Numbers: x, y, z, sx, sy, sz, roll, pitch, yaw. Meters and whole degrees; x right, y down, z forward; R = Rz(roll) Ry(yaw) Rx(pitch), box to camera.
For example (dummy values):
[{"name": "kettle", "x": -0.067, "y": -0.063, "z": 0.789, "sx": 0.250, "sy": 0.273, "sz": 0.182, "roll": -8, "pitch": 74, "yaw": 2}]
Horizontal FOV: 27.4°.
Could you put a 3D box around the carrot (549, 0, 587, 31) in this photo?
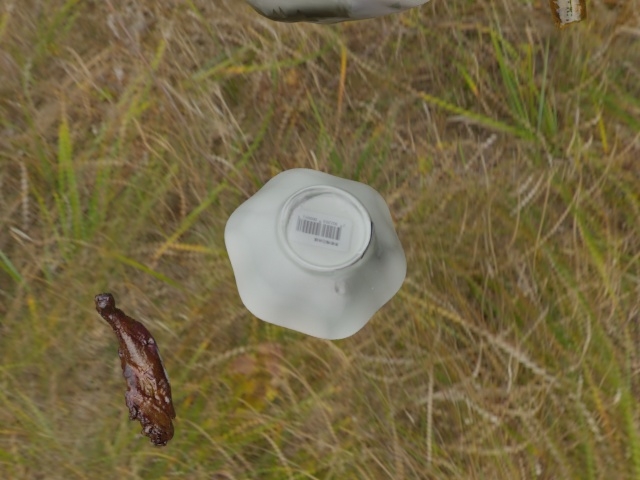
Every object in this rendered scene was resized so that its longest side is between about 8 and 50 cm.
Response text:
[{"name": "carrot", "x": 0.201, "y": -0.263, "z": 1.110, "sx": 0.042, "sy": 0.042, "sz": 0.171, "roll": -9, "pitch": 94, "yaw": 5}]

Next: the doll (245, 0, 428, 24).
[{"name": "doll", "x": -0.156, "y": -0.127, "z": 0.379, "sx": 0.348, "sy": 0.423, "sz": 0.161, "roll": 3, "pitch": 92, "yaw": 29}]

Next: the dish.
[{"name": "dish", "x": 0.000, "y": 0.000, "z": 1.307, "sx": 0.190, "sy": 0.066, "sz": 0.191, "roll": 4, "pitch": 65, "yaw": -8}]

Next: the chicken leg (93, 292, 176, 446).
[{"name": "chicken leg", "x": -0.218, "y": 0.152, "z": 1.566, "sx": 0.053, "sy": 0.093, "sz": 0.205, "roll": -19, "pitch": 97, "yaw": 19}]
